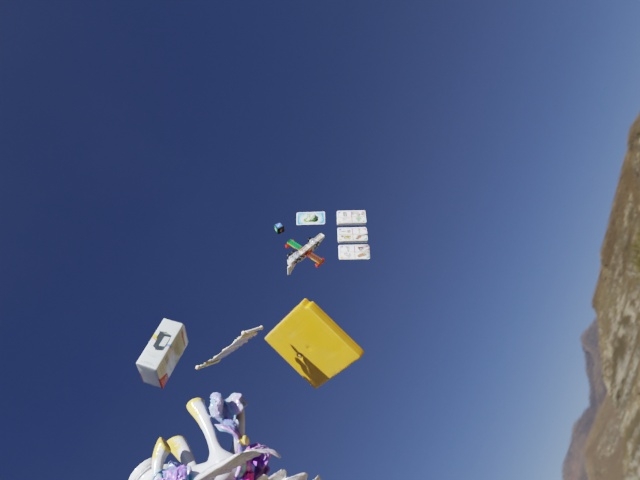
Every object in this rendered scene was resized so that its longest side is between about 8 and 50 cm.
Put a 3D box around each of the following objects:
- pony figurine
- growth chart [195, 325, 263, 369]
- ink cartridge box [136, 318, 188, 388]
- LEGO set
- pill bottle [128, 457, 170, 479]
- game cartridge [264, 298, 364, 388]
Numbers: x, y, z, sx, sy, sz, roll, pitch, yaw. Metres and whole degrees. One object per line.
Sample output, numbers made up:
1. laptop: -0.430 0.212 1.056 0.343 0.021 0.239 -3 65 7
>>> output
1. pony figurine: -0.214 0.509 1.153 0.351 0.363 0.303 -32 -52 3
2. growth chart: -0.317 0.381 1.885 0.237 0.021 0.172 -38 -13 7
3. ink cartridge box: -0.498 0.357 1.678 0.127 0.072 0.175 95 -167 -48
4. LEGO set: 0.000 0.000 1.372 0.182 0.244 0.060 -91 0 -46
5. pill bottle: -0.541 0.939 1.898 0.181 0.323 0.181 -40 -30 -29
6. game cartridge: -0.030 0.383 1.952 0.324 0.285 0.052 -46 -1 42
